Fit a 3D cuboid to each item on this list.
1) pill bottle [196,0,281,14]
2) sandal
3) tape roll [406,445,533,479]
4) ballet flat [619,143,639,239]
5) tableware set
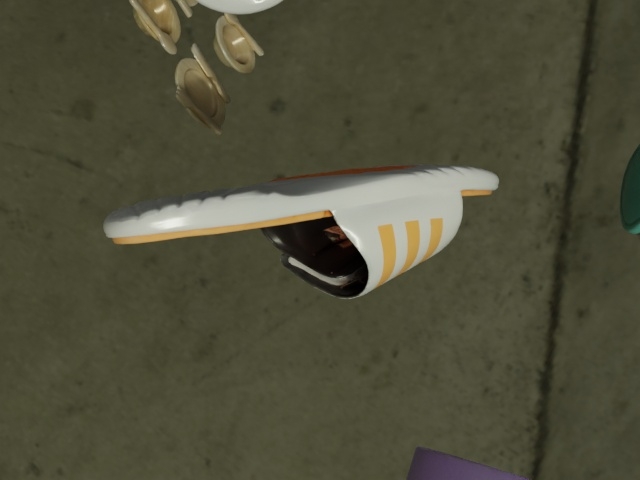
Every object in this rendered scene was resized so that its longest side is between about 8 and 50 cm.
[{"bbox_3d":[-0.060,-0.241,0.865,0.108,0.193,0.108,-1,112,-2],"label":"pill bottle"},{"bbox_3d":[-0.007,0.000,0.698,0.265,0.102,0.076,-10,98,-33],"label":"sandal"},{"bbox_3d":[0.196,0.252,0.932,0.274,0.274,0.090,27,78,-39],"label":"tape roll"},{"bbox_3d":[0.323,-0.092,0.729,0.139,0.139,0.400,-37,168,-20],"label":"ballet flat"},{"bbox_3d":[-0.107,-0.177,0.961,0.141,0.020,0.169,53,30,-27],"label":"tableware set"}]
